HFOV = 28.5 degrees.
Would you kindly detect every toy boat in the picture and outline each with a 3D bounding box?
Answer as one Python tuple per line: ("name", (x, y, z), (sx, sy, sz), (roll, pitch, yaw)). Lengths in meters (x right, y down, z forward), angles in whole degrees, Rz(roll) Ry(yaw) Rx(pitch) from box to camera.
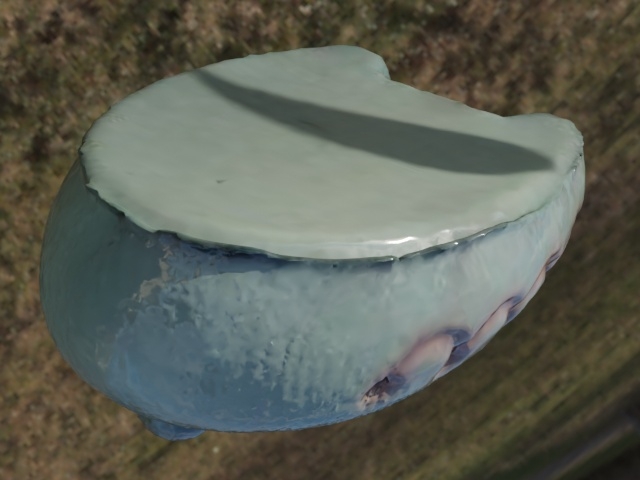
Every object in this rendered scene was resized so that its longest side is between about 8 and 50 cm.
("toy boat", (0.000, 0.000, 0.393), (0.208, 0.134, 0.078), (-34, 143, -54))
